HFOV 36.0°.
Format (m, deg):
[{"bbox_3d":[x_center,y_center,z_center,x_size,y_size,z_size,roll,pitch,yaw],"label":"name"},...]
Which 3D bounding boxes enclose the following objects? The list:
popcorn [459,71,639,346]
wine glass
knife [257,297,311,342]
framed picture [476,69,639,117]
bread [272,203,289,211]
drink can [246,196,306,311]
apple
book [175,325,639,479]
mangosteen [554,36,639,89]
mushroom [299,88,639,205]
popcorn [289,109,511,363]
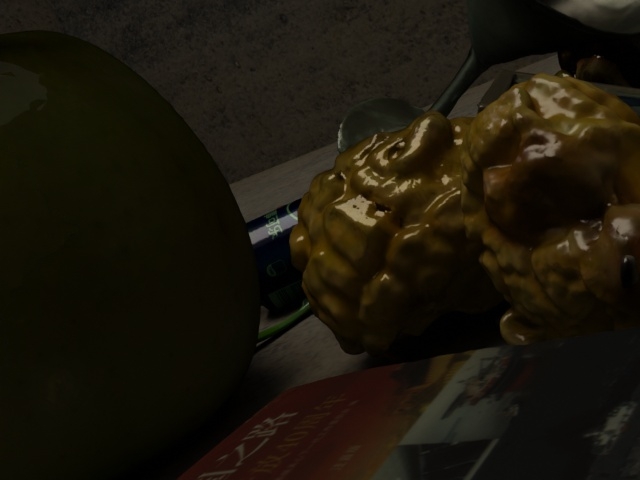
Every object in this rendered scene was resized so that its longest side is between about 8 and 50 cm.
[{"bbox_3d":[0.178,-0.008,0.657,0.140,0.194,0.163,-23,-33,-18],"label":"popcorn"},{"bbox_3d":[0.190,-0.215,1.191,0.267,0.267,0.406,-32,-15,-37],"label":"wine glass"},{"bbox_3d":[-0.045,0.089,1.105,0.166,0.022,0.078,-33,-11,-37],"label":"knife"},{"bbox_3d":[0.293,-0.097,0.806,0.315,0.024,0.232,9,18,11],"label":"framed picture"},{"bbox_3d":[-0.044,-0.001,1.384,0.093,0.073,0.239,17,13,-1],"label":"bread"},{"bbox_3d":[0.000,0.000,1.205,0.205,0.118,0.118,-24,10,3],"label":"drink can"},{"bbox_3d":[-0.293,0.030,0.911,0.474,0.473,0.473,-24,10,4],"label":"apple"},{"bbox_3d":[0.051,0.123,0.514,0.374,0.028,0.262,-16,13,37],"label":"book"},{"bbox_3d":[0.379,-0.208,1.253,0.217,0.192,0.192,-58,11,1],"label":"mangosteen"},{"bbox_3d":[0.173,-0.056,1.041,0.408,0.137,0.154,-19,22,-6],"label":"mushroom"},{"bbox_3d":[0.102,-0.011,0.832,0.250,0.190,0.250,-30,-2,-1],"label":"popcorn"}]
